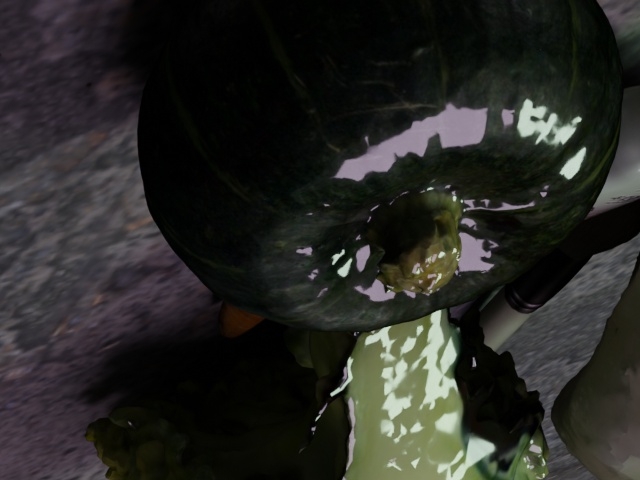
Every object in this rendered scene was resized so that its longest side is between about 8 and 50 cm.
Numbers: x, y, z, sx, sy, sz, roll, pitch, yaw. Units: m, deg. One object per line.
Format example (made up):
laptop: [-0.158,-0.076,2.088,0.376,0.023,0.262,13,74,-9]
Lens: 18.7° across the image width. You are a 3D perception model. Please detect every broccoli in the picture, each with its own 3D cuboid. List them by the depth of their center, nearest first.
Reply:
broccoli: [-0.010,0.098,0.959,0.242,0.180,0.273,-30,130,-26]

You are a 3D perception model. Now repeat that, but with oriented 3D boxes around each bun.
bun: [0.210,0.036,0.952,0.231,0.133,0.231,-62,173,-13]

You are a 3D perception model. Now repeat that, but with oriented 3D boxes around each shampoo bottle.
shampoo bottle: [0.140,-0.043,0.852,0.152,0.045,0.077,-26,164,40]

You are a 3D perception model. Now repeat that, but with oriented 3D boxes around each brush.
brush: [0.107,0.033,1.075,0.039,0.042,0.299,-17,162,-26]

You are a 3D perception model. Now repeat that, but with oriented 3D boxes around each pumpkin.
pumpkin: [0.021,-0.038,0.655,0.167,0.125,0.167,-28,165,-8]

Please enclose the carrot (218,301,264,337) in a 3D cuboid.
carrot: [0.001,0.000,0.860,0.036,0.035,0.165,-7,155,-42]
